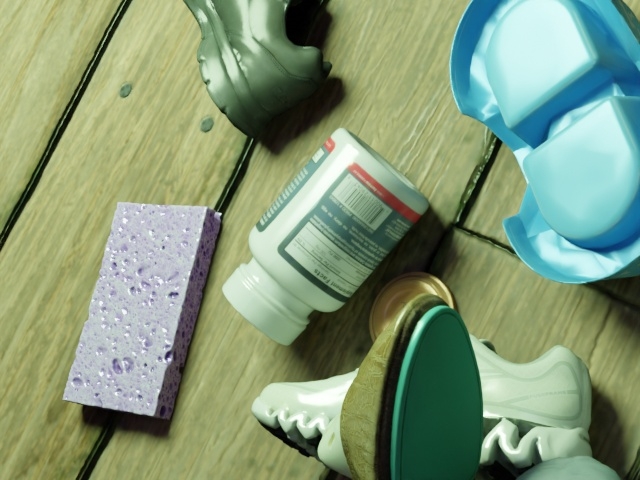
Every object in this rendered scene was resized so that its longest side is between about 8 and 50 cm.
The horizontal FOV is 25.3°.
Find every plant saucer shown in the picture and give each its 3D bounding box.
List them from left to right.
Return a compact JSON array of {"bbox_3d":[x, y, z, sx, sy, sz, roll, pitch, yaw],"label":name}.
[{"bbox_3d":[0.079,0.067,1.246,0.083,0.013,0.083,-12,66,28],"label":"plant saucer"}]

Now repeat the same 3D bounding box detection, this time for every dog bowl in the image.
[{"bbox_3d":[0.213,-0.098,1.168,0.166,0.074,0.297,-37,55,33],"label":"dog bowl"}]

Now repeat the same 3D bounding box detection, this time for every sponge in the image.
[{"bbox_3d":[-0.173,0.065,1.391,0.117,0.031,0.210,6,76,33],"label":"sponge"}]

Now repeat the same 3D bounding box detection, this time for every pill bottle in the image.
[{"bbox_3d":[0.000,0.000,1.262,0.180,0.108,0.108,-49,55,8],"label":"pill bottle"}]

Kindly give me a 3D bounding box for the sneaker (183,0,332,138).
[{"bbox_3d":[-0.071,-0.243,1.410,0.130,0.109,0.286,-27,70,14],"label":"sneaker"}]

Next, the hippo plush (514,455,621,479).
[{"bbox_3d":[0.264,0.215,0.997,0.236,0.234,0.294,-26,102,41],"label":"hippo plush"}]

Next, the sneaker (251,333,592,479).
[{"bbox_3d":[0.085,0.137,1.170,0.292,0.110,0.118,2,66,24],"label":"sneaker"}]

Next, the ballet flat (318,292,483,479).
[{"bbox_3d":[0.064,0.195,1.069,0.124,0.116,0.342,9,121,45],"label":"ballet flat"}]
